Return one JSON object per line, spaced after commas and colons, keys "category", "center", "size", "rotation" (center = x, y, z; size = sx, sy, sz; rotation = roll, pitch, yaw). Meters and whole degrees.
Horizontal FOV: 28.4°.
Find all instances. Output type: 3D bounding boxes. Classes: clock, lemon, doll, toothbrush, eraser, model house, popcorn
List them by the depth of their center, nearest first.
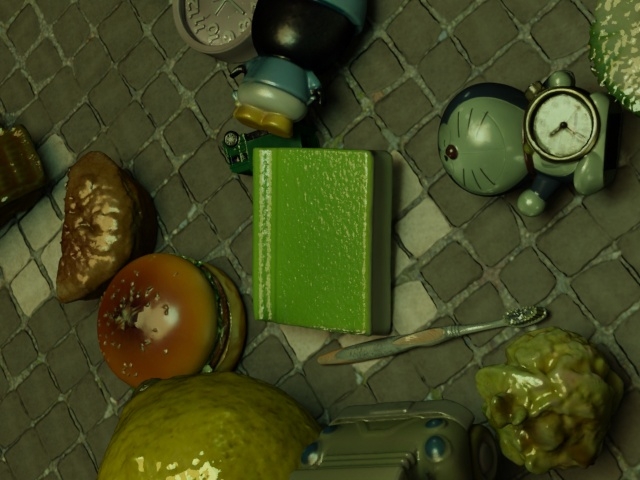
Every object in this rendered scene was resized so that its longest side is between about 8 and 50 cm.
{"category": "popcorn", "center": [0.290, 0.204, 1.627], "size": [0.167, 0.185, 0.187], "rotation": [22, 72, 33]}
{"category": "clock", "center": [0.277, -0.132, 1.711], "size": [0.243, 0.146, 0.199], "rotation": [5, 101, 27]}
{"category": "lemon", "center": [-0.145, 0.355, 1.782], "size": [0.350, 0.350, 0.387], "rotation": [-39, 69, 21]}
{"category": "toothbrush", "center": [0.152, 0.140, 1.814], "size": [0.375, 0.037, 0.028], "rotation": [-16, 72, 32]}
{"category": "eraser", "center": [0.000, 0.000, 1.864], "size": [0.210, 0.092, 0.274], "rotation": [4, 96, 28]}
{"category": "doll", "center": [-0.032, -0.312, 1.920], "size": [0.177, 0.141, 0.314], "rotation": [19, 80, 17]}
{"category": "clock", "center": [-0.145, -0.392, 2.058], "size": [0.197, 0.068, 0.196], "rotation": [-5, 80, 32]}
{"category": "model house", "center": [-0.604, -0.124, 2.242], "size": [0.239, 0.173, 0.268], "rotation": [-36, 68, 24]}

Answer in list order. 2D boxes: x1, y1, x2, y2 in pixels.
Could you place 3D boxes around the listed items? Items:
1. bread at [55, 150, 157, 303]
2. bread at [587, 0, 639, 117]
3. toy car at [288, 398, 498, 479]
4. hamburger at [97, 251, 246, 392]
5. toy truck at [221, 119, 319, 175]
{"category": "bread", "center": [-0.347, -0.014, 2.093], "size": [0.134, 0.129, 0.260], "rotation": [9, 89, 32]}
{"category": "bread", "center": [0.523, -0.240, 1.580], "size": [0.366, 0.129, 0.381], "rotation": [0, 84, 29]}
{"category": "toy car", "center": [0.117, 0.392, 1.622], "size": [0.242, 0.226, 0.336], "rotation": [-9, 109, 30]}
{"category": "hamburger", "center": [-0.247, 0.135, 1.982], "size": [0.246, 0.170, 0.246], "rotation": [-7, 76, 31]}
{"category": "toy truck", "center": [-0.079, -0.147, 1.981], "size": [0.147, 0.065, 0.079], "rotation": [-14, 79, 28]}
